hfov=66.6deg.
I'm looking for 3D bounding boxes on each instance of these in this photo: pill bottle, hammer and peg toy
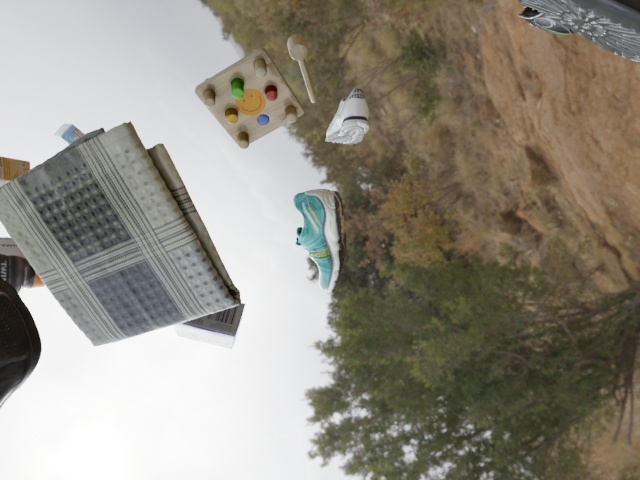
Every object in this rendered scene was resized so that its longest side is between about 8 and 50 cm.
[{"bbox_3d":[-0.672,0.056,0.945,0.246,0.130,0.130,0,-132,-44],"label":"pill bottle"},{"bbox_3d":[-0.166,-0.454,1.515,0.266,0.362,0.127,52,-161,-44],"label":"hammer and peg toy"}]

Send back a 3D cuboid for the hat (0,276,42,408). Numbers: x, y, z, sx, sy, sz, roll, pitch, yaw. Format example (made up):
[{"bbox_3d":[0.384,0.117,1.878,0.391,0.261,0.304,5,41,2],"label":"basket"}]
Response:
[{"bbox_3d":[-0.441,0.123,0.422,0.134,0.331,0.331,34,179,25],"label":"hat"}]

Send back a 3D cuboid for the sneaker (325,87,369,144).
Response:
[{"bbox_3d":[0.070,-0.307,1.245,0.235,0.090,0.094,169,98,-74],"label":"sneaker"}]

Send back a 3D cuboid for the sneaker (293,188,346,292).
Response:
[{"bbox_3d":[0.000,0.000,1.098,0.107,0.110,0.275,-72,-19,-51],"label":"sneaker"}]

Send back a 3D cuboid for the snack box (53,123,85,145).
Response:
[{"bbox_3d":[-0.714,-0.253,1.613,0.322,0.060,0.187,45,165,-34],"label":"snack box"}]

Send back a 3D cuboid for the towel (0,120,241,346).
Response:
[{"bbox_3d":[-0.323,0.004,0.768,0.324,0.313,0.056,64,-158,-19],"label":"towel"}]

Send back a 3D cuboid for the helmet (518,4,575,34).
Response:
[{"bbox_3d":[0.496,-0.490,0.964,0.162,0.169,0.169,2,-148,-18],"label":"helmet"}]

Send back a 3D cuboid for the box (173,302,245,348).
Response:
[{"bbox_3d":[-0.226,0.162,0.993,0.126,0.072,0.137,15,155,-5],"label":"box"}]

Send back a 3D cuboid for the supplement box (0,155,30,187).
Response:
[{"bbox_3d":[-0.657,-0.140,1.008,0.099,0.036,0.062,6,-125,-47],"label":"supplement box"}]

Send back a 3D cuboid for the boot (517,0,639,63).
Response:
[{"bbox_3d":[0.546,-0.549,0.757,0.367,0.444,0.146,26,-164,-5],"label":"boot"}]
